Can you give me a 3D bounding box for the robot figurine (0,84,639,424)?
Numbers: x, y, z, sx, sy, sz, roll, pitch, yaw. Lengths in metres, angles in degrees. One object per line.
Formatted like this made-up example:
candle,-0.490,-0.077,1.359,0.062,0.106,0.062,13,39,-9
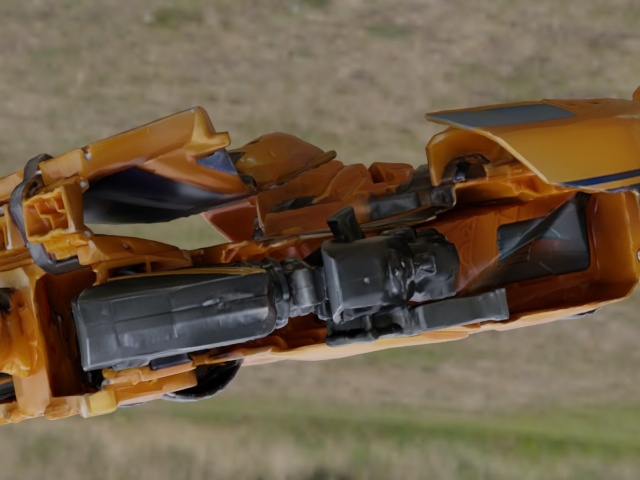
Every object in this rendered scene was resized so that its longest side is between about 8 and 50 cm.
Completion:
robot figurine,0.000,0.000,0.590,0.291,0.085,0.211,-9,178,-36
